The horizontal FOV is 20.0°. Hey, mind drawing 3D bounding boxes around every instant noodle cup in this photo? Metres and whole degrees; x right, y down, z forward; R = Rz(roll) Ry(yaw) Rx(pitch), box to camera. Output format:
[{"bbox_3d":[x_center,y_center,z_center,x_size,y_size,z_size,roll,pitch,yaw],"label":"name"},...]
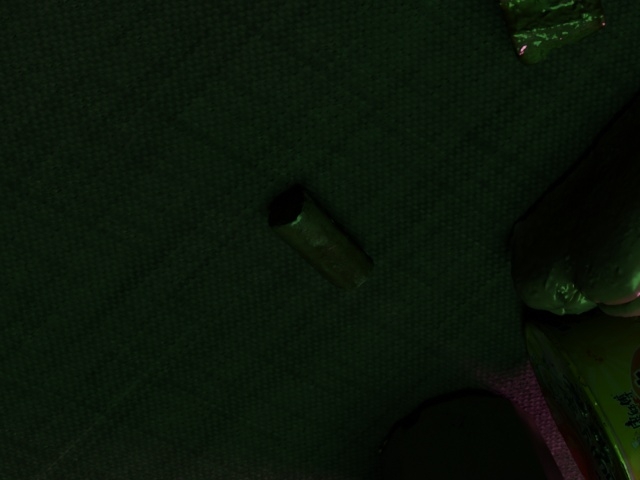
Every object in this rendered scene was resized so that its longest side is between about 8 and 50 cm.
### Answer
[{"bbox_3d":[0.363,0.159,1.943,0.200,0.264,0.264,-26,134,-4],"label":"instant noodle cup"}]

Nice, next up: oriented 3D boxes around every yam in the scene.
[{"bbox_3d":[0.000,0.000,1.812,0.054,0.054,0.132,-34,133,14],"label":"yam"}]

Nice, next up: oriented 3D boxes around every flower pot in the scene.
[{"bbox_3d":[0.190,0.327,2.020,0.290,0.259,0.290,-8,135,-8],"label":"flower pot"}]

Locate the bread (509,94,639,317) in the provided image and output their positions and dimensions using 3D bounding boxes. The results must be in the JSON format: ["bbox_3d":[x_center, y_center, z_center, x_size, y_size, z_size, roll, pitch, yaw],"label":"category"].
[{"bbox_3d":[0.324,-0.034,1.795,0.102,0.183,0.337,29,118,-26],"label":"bread"}]

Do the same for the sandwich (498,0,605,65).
[{"bbox_3d":[0.199,-0.237,1.631,0.090,0.088,0.244,-18,134,4],"label":"sandwich"}]
